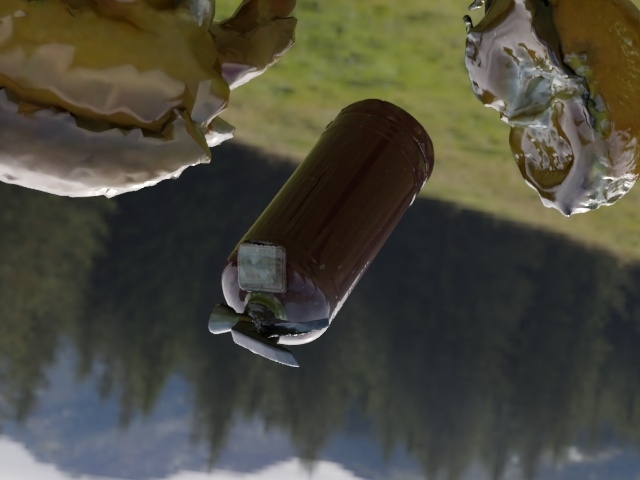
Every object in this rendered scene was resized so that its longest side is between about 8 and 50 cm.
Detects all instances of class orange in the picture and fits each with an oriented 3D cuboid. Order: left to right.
[{"bbox_3d":[0.166,-0.105,1.174,0.160,0.112,0.170,51,165,38],"label":"orange"}]

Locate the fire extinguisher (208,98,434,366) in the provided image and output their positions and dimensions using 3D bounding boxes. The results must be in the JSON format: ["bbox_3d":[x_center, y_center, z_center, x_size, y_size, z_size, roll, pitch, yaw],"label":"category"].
[{"bbox_3d":[0.000,0.000,1.384,0.104,0.105,0.269,6,-141,28],"label":"fire extinguisher"}]

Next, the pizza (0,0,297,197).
[{"bbox_3d":[-0.074,-0.138,0.428,0.287,0.251,0.074,-33,-173,-19],"label":"pizza"}]
